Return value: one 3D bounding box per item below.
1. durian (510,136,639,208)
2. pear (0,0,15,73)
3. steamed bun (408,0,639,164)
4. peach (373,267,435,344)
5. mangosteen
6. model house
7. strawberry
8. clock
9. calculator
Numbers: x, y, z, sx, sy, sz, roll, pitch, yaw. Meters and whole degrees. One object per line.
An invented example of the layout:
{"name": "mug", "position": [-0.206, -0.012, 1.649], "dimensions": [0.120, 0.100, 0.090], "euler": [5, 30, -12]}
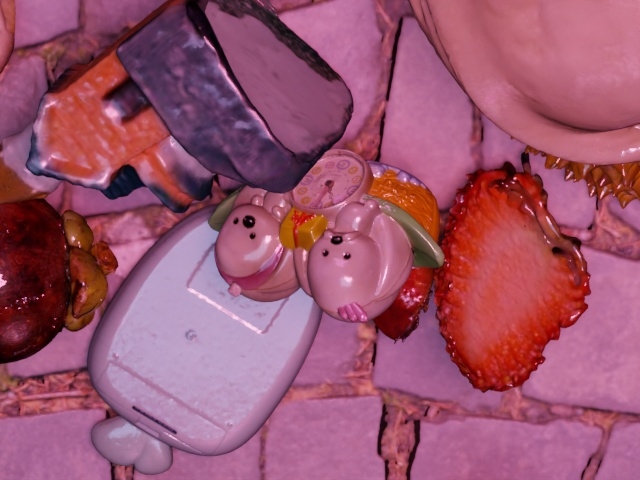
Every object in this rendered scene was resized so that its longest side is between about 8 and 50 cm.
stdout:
{"name": "durian", "position": [0.301, -0.101, 1.414], "dimensions": [0.260, 0.154, 0.186], "euler": [-28, 128, 19]}
{"name": "pear", "position": [-0.403, -0.213, 1.394], "dimensions": [0.178, 0.267, 0.267], "euler": [-21, 106, 35]}
{"name": "steamed bun", "position": [0.192, -0.225, 1.261], "dimensions": [0.255, 0.368, 0.342], "euler": [-28, 129, 29]}
{"name": "peach", "position": [0.068, 0.043, 1.478], "dimensions": [0.061, 0.098, 0.098], "euler": [27, 107, -3]}
{"name": "mangosteen", "position": [-0.267, 0.028, 1.458], "dimensions": [0.180, 0.166, 0.166], "euler": [0, 107, -1]}
{"name": "model house", "position": [-0.147, -0.089, 1.377], "dimensions": [0.291, 0.253, 0.184], "euler": [-28, 105, 17]}
{"name": "strawberry", "position": [0.140, 0.036, 1.436], "dimensions": [0.087, 0.208, 0.167], "euler": [-24, 102, 51]}
{"name": "clock", "position": [0.000, 0.000, 1.408], "dimensions": [0.231, 0.144, 0.103], "euler": [10, 143, 33]}
{"name": "calculator", "position": [-0.112, 0.098, 1.530], "dimensions": [0.184, 0.042, 0.295], "euler": [32, 105, -6]}
